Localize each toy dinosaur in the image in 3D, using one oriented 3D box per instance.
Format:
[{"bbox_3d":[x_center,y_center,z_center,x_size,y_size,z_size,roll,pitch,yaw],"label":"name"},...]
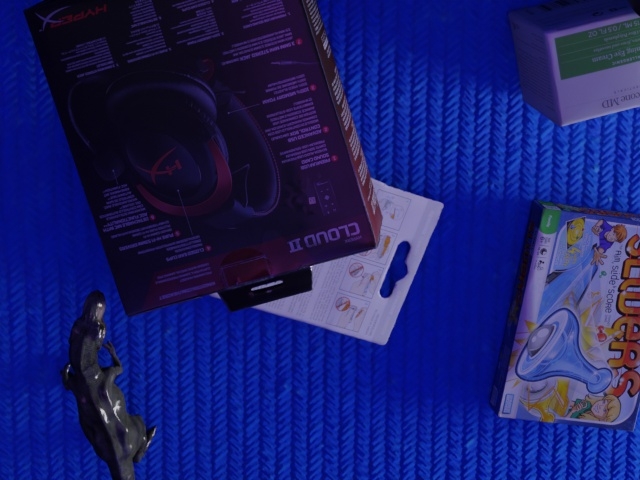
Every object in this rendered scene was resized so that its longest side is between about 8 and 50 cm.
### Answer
[{"bbox_3d":[-0.177,0.161,1.559,0.064,0.118,0.268,-19,110,-5],"label":"toy dinosaur"}]

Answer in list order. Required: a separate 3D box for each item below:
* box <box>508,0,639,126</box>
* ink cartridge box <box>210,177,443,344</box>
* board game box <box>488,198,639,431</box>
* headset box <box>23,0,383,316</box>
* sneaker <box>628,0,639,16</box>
[{"bbox_3d":[0.228,-0.159,1.552,0.101,0.102,0.087,-14,110,-8],"label":"box"},{"bbox_3d":[0.000,0.000,1.594,0.179,0.045,0.145,17,102,-24],"label":"ink cartridge box"},{"bbox_3d":[0.241,0.070,1.657,0.136,0.035,0.201,7,105,-13],"label":"board game box"},{"bbox_3d":[-0.085,-0.084,1.471,0.218,0.110,0.293,-16,102,8],"label":"headset box"},{"bbox_3d":[0.332,-0.379,1.485,0.158,0.182,0.410,13,103,17],"label":"sneaker"}]
